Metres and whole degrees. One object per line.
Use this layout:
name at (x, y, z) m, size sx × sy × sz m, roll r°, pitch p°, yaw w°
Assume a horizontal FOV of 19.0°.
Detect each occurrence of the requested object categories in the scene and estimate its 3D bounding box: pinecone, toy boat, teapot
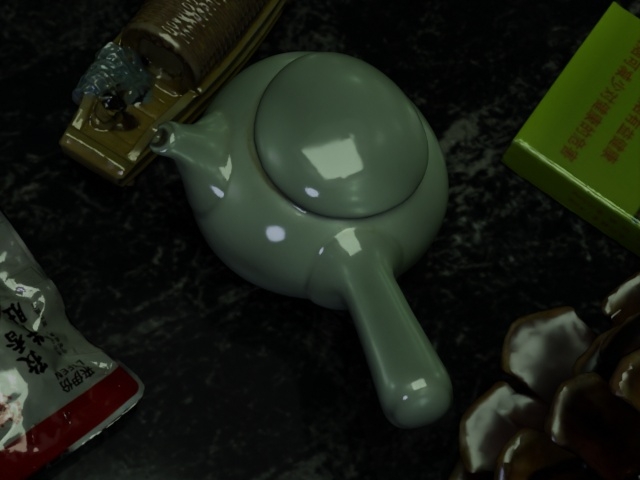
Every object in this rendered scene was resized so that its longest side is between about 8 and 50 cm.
pinecone at (0.278, 0.176, 1.319) m, size 0.384 × 0.384 × 0.384 m, roll 6°, pitch 62°, yaw -11°
toy boat at (-0.099, -0.174, 1.539) m, size 0.089 × 0.115 × 0.310 m, roll 35°, pitch 61°, yaw 5°
teapot at (0.032, -0.015, 1.471) m, size 0.220 × 0.149 × 0.318 m, roll -37°, pitch 76°, yaw -25°

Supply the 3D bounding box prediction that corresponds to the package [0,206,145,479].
package at (-0.256, 0.067, 1.425) m, size 0.154 × 0.030 × 0.239 m, roll -34°, pitch 75°, yaw -28°

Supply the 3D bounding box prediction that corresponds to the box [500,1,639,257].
box at (0.338, -0.043, 1.621) m, size 0.335 × 0.047 × 0.187 m, roll 35°, pitch 61°, yaw 6°
